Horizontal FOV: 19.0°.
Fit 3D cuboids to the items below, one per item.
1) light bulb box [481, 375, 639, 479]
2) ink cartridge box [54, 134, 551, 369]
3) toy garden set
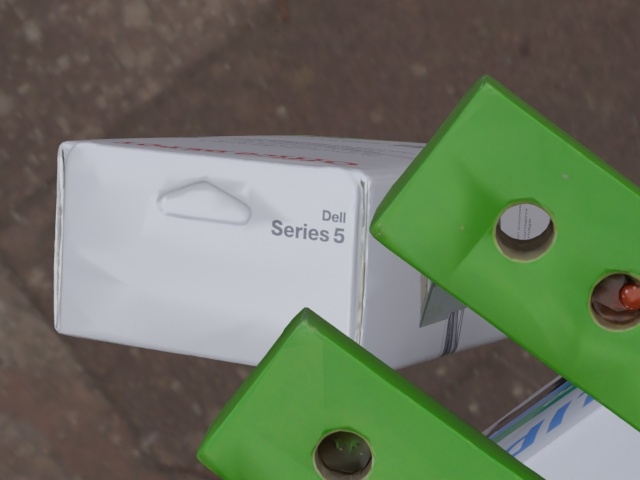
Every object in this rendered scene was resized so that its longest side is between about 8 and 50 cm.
[{"bbox_3d":[0.190,0.232,0.876,0.358,0.225,0.361,-39,87,23],"label":"light bulb box"},{"bbox_3d":[0.000,0.000,1.130,0.198,0.273,0.114,6,97,29],"label":"ink cartridge box"},{"bbox_3d":[0.047,0.113,0.473,0.204,0.049,0.244,36,104,-5],"label":"toy garden set"}]
